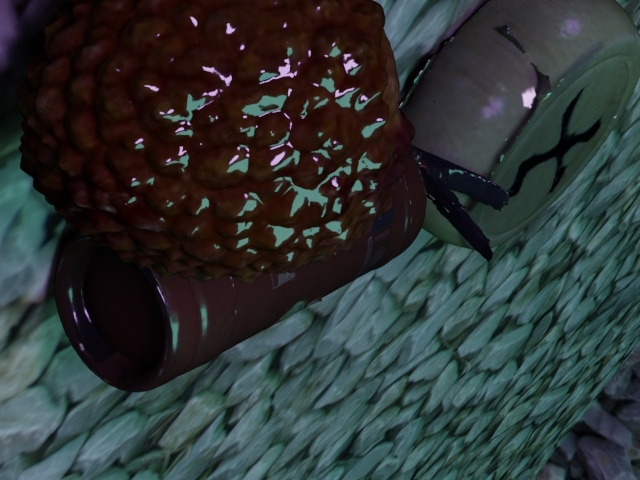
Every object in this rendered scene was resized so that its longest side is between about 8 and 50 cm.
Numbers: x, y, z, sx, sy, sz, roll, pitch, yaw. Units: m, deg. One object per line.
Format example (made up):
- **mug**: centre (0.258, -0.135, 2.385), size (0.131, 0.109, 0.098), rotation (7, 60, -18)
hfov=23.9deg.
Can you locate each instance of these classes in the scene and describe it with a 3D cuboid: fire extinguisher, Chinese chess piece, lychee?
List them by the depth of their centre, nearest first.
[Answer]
- **lychee**: centre (-0.051, -0.060, 0.710), size (0.188, 0.188, 0.188), rotation (-41, 159, -19)
- **fire extinguisher**: centre (0.000, 0.000, 0.969), size (0.344, 0.138, 0.102), rotation (-25, 154, -45)
- **Chinese chess piece**: centre (0.149, -0.096, 1.166), size (0.237, 0.092, 0.238), rotation (-40, 159, -19)
